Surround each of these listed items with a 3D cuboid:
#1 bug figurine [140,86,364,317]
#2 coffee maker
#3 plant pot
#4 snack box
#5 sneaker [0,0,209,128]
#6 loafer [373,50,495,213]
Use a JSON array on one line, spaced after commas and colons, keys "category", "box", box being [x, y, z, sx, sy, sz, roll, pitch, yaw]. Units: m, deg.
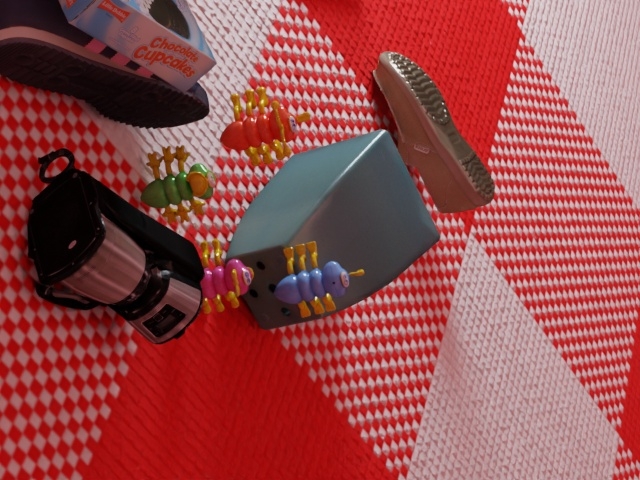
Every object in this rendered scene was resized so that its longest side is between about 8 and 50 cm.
[{"category": "bug figurine", "box": [-0.084, -0.023, 2.038, 0.072, 0.216, 0.279, -65, 137, -75]}, {"category": "coffee maker", "box": [-0.215, 0.005, 1.906, 0.178, 0.120, 0.171, 37, 46, -44]}, {"category": "plant pot", "box": [0.000, 0.000, 2.205, 0.234, 0.165, 0.165, -44, 113, -46]}, {"category": "snack box", "box": [-0.241, -0.320, 1.961, 0.187, 0.060, 0.322, 29, 27, -48]}, {"category": "sneaker", "box": [-0.239, -0.220, 1.986, 0.319, 0.112, 0.131, 23, 55, -52]}, {"category": "loafer", "box": [0.146, -0.150, 2.565, 0.268, 0.092, 0.102, 59, 27, 9]}]
